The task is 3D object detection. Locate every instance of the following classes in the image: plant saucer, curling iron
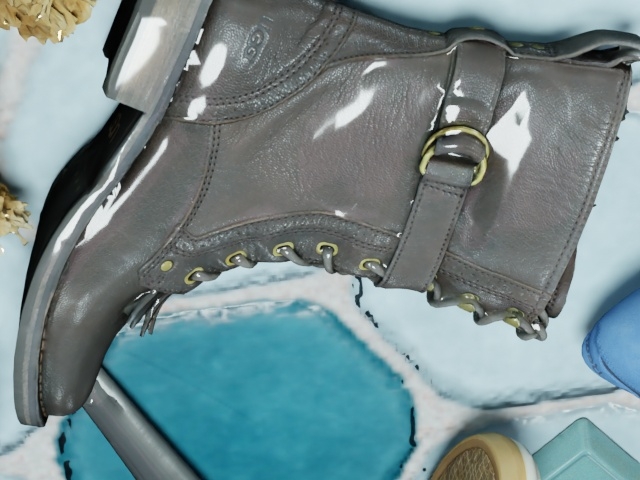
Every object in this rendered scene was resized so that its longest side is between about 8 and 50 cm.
[{"bbox_3d":[0.175,0.168,0.904,0.067,0.018,0.192,-41,116,19],"label":"plant saucer"},{"bbox_3d":[-0.056,0.169,0.879,0.068,0.035,0.274,-22,120,9],"label":"curling iron"}]

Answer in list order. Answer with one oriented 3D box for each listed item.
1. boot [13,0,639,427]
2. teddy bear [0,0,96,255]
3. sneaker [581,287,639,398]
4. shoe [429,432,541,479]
[{"bbox_3d":[0.000,0.000,0.750,0.229,0.091,0.263,19,116,-13],"label":"boot"},{"bbox_3d":[-0.207,-0.114,0.674,0.245,0.113,0.338,-9,129,10],"label":"teddy bear"},{"bbox_3d":[0.221,0.066,0.829,0.209,0.069,0.082,18,154,-24],"label":"sneaker"},{"bbox_3d":[0.084,0.179,0.879,0.058,0.076,0.219,-7,130,-20],"label":"shoe"}]
